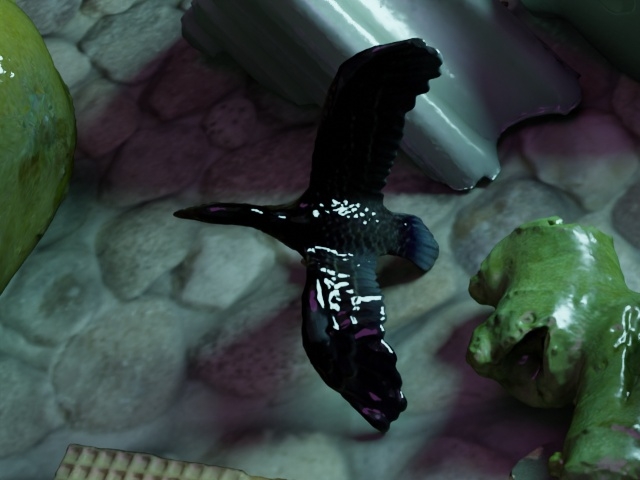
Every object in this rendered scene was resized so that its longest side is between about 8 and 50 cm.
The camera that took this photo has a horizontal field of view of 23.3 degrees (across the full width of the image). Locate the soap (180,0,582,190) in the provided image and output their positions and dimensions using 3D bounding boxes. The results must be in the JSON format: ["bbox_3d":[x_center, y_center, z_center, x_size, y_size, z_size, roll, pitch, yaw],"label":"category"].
[{"bbox_3d":[0.040,-0.166,1.362,0.159,0.302,0.258,-46,5,-17],"label":"soap"}]

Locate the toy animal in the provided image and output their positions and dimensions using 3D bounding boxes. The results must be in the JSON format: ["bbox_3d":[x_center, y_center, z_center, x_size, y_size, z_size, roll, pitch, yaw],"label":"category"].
[{"bbox_3d":[-0.003,0.001,1.149,0.197,0.160,0.272,2,84,12],"label":"toy animal"}]

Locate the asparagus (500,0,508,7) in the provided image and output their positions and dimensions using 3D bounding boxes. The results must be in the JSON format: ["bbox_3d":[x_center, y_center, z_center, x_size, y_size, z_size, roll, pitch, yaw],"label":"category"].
[{"bbox_3d":[0.094,-0.181,1.394,0.166,0.016,0.013,-25,29,-4],"label":"asparagus"}]

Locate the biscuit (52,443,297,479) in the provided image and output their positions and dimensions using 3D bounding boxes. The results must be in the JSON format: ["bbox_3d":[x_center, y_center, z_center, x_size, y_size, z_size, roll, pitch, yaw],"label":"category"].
[{"bbox_3d":[-0.011,0.204,1.011,0.379,0.054,0.094,4,49,23],"label":"biscuit"}]

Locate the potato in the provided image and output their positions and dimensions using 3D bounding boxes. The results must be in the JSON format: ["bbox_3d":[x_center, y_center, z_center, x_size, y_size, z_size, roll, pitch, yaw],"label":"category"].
[{"bbox_3d":[-0.329,-0.049,1.229,0.219,0.269,0.359,8,54,16],"label":"potato"}]

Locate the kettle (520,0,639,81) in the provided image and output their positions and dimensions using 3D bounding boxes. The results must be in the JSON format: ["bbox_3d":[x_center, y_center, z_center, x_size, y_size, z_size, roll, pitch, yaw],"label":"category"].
[{"bbox_3d":[0.335,-0.297,1.290,0.318,0.205,0.265,-39,49,-16],"label":"kettle"}]

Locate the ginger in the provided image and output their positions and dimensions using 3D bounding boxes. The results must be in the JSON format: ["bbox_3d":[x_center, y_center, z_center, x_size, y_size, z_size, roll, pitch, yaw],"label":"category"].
[{"bbox_3d":[0.177,0.089,1.035,0.137,0.089,0.290,-2,38,-20],"label":"ginger"}]

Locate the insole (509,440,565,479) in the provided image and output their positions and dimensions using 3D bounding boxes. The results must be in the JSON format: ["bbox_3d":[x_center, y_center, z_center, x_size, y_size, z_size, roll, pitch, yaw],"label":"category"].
[{"bbox_3d":[0.228,0.183,0.969,0.248,0.011,0.081,23,43,38],"label":"insole"}]
